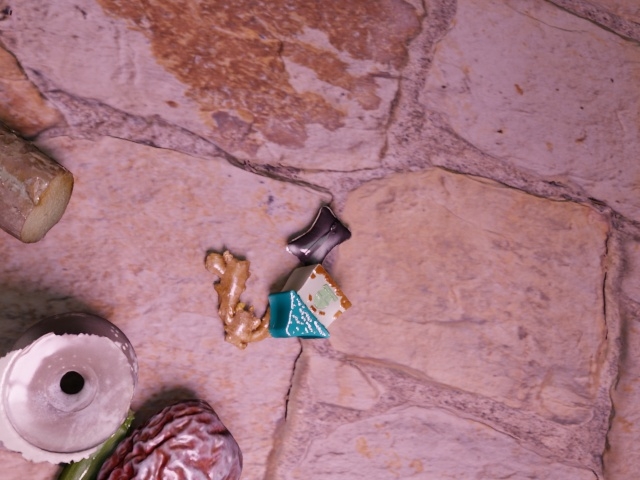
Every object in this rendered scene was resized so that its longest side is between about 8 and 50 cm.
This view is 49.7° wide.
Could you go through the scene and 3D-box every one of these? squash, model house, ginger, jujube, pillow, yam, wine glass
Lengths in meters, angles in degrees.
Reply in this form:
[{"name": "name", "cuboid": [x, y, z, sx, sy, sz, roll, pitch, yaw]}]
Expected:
[{"name": "squash", "cuboid": [-0.426, 0.407, 1.296, 0.068, 0.077, 0.219, 41, 78, -31]}, {"name": "model house", "cuboid": [-0.034, 0.141, 1.407, 0.127, 0.100, 0.149, 51, 61, -15]}, {"name": "ginger", "cuboid": [-0.165, 0.127, 1.412, 0.193, 0.052, 0.176, 23, 74, -16]}, {"name": "jujube", "cuboid": [-0.288, 0.446, 1.263, 0.317, 0.226, 0.226, -45, 99, -19]}, {"name": "pillow", "cuboid": [-0.001, 0.000, 1.475, 0.135, 0.055, 0.091, -47, 132, -12]}, {"name": "yam", "cuboid": [-0.587, -0.128, 1.246, 0.268, 0.161, 0.161, 38, 76, -9]}, {"name": "wine glass", "cuboid": [-0.428, 0.237, 1.180, 0.238, 0.323, 0.238, 2, 83, -18]}]
